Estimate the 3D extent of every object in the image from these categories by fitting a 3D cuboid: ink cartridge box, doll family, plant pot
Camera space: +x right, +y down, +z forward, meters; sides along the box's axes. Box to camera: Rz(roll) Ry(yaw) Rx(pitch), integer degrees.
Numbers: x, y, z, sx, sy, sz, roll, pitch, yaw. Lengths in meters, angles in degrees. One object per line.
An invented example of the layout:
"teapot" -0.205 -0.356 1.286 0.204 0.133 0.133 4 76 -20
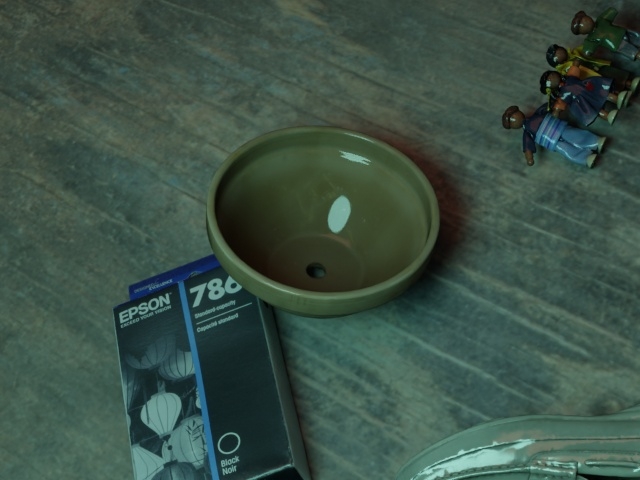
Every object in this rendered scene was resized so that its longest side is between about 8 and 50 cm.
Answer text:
"ink cartridge box" -0.122 0.132 1.422 0.165 0.065 0.333 -22 49 7
"doll family" 0.271 -0.162 1.462 0.111 0.076 0.193 27 63 15
"plant pot" 0.000 0.000 1.413 0.237 0.110 0.237 3 49 -3

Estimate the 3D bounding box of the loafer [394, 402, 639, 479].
"loafer" 0.220 0.212 1.187 0.319 0.112 0.111 -12 44 13
